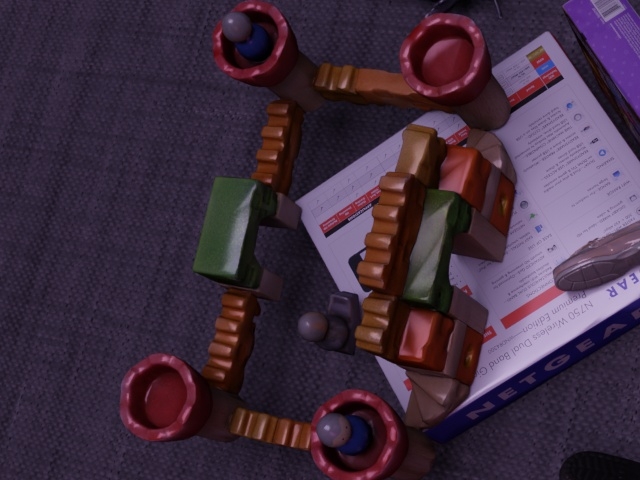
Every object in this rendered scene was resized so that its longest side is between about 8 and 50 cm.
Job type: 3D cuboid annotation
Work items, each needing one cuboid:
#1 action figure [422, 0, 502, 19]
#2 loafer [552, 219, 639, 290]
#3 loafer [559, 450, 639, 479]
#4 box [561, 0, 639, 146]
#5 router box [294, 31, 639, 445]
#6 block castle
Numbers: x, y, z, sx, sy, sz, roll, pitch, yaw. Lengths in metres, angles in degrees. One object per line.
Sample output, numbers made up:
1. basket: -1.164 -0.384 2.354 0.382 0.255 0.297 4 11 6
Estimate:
1. action figure: 0.112 -0.357 1.489 0.164 0.141 0.275 -49 59 1
2. loafer: 0.280 0.011 1.267 0.125 0.045 0.039 -21 51 9
3. loafer: 0.332 0.264 1.248 0.220 0.078 0.080 17 38 19
4. box: 0.345 -0.092 1.270 0.057 0.201 0.293 -33 64 11
5. router box: 0.181 -0.002 1.380 0.335 0.082 0.301 -33 64 11
6. block castle: 0.000 0.000 1.292 0.303 0.213 0.453 9 78 26
